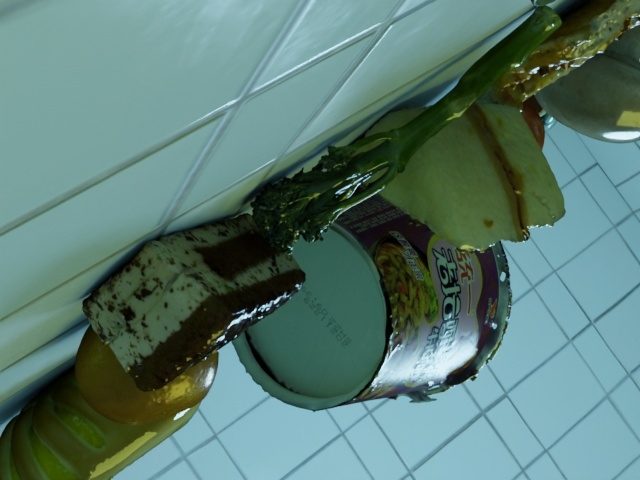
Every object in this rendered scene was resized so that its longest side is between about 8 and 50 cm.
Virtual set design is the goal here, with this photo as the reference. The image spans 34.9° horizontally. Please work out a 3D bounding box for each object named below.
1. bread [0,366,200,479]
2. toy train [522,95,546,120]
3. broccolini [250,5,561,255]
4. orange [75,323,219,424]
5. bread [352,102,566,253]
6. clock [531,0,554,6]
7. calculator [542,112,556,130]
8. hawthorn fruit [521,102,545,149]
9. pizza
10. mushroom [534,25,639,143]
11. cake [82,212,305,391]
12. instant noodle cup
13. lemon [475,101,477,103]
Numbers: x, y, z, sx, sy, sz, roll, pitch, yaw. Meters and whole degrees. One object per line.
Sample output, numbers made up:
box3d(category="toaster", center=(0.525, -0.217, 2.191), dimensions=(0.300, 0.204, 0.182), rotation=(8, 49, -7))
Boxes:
box3d(category="bread", center=(-0.321, 0.259, 1.416), dimensions=(0.333, 0.160, 0.333), rotation=(-36, 176, -3))
box3d(category="toy train", center=(0.429, -0.271, 1.970), dimensions=(0.176, 0.074, 0.118), rotation=(-32, 170, -22))
box3d(category="broccolini", center=(0.089, -0.130, 1.039), dimensions=(0.392, 0.079, 0.074), rotation=(-41, 166, -8))
box3d(category="orange", center=(-0.188, 0.126, 1.103), dimensions=(0.159, 0.136, 0.159), rotation=(-18, 163, -6))
box3d(category="bread", center=(0.157, -0.054, 1.175), dimensions=(0.240, 0.178, 0.135), rotation=(-11, 161, -44))
box3d(category="clock", center=(0.262, -0.273, 0.818), dimensions=(0.235, 0.029, 0.235), rotation=(-35, 176, -3))
box3d(category="calculator", center=(0.506, -0.320, 1.857), dimensions=(0.299, 0.041, 0.185), rotation=(-46, 167, 3))
box3d(category="hawthorn fruit", center=(0.347, -0.187, 1.844), dimensions=(0.138, 0.133, 0.133), rotation=(-53, -173, -35))
box3d(category="pizza", center=(0.349, -0.269, 1.258), dimensions=(0.365, 0.074, 0.182), rotation=(-35, -175, -10))
box3d(category="mushroom", center=(0.411, -0.229, 1.417), dimensions=(0.209, 0.206, 0.206), rotation=(-38, 175, 21))
box3d(category="cake", center=(-0.088, 0.031, 0.970), dimensions=(0.246, 0.112, 0.135), rotation=(-31, 172, -41))
box3d(category="instant noodle cup", center=(0.053, 0.077, 1.344), dimensions=(0.340, 0.340, 0.266), rotation=(-37, 167, 30))
box3d(category="lemon", center=(0.208, -0.140, 1.414), dimensions=(0.109, 0.109, 0.133), rotation=(-31, 166, -39))
